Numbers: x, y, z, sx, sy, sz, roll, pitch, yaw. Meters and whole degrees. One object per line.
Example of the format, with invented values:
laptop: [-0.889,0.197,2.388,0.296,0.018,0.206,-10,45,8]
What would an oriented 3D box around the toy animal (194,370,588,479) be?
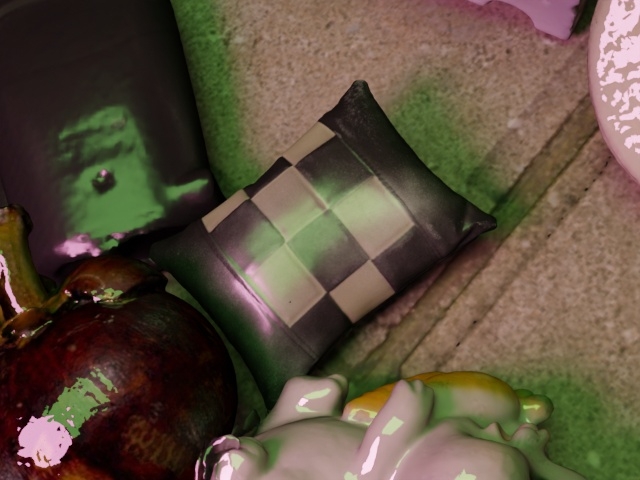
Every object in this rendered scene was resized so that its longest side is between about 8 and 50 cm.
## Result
toy animal: [0.073,0.209,0.842,0.310,0.183,0.247,9,74,15]

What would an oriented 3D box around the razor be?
razor: [-0.216,-0.125,1.112,0.204,0.113,0.349,-21,62,2]

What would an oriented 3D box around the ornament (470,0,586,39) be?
ornament: [0.167,-0.364,0.998,0.240,0.240,0.239,25,76,12]

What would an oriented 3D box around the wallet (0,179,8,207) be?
wallet: [-0.423,-0.032,1.182,0.285,0.030,0.146,-9,68,12]

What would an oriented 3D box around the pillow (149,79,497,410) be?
pillow: [0.000,0.000,0.990,0.250,0.106,0.186,-39,74,-1]

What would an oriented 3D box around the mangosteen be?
mangosteen: [-0.198,0.109,0.919,0.231,0.231,0.289,-37,93,-1]

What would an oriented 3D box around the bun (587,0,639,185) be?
bun: [0.357,-0.146,0.921,0.263,0.175,0.263,10,111,26]
